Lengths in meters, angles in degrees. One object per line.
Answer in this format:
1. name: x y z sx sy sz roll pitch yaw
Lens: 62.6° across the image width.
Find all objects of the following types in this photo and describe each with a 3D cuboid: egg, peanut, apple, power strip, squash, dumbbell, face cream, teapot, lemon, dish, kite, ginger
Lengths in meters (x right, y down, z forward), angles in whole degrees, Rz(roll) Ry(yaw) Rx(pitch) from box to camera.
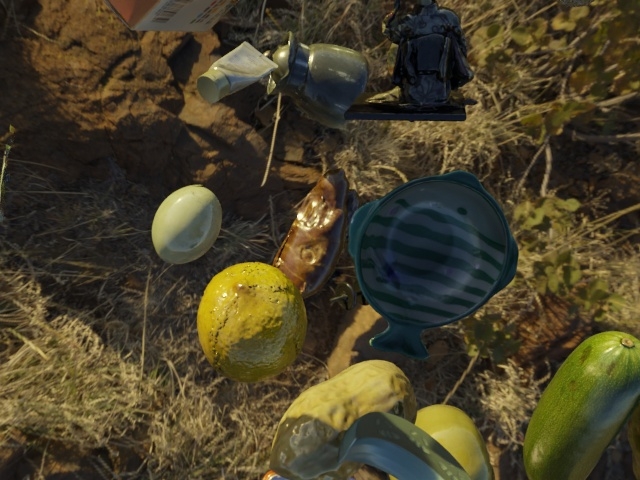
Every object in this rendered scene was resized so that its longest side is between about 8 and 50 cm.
1. egg: -0.390 -0.044 1.537 0.186 0.186 0.253 27 99 -12
2. peanut: 0.049 0.279 0.824 0.312 0.152 0.152 -8 93 -45
3. apple: 0.283 0.521 1.241 0.262 0.262 0.263 0 91 -13
4. power strip: 0.124 0.284 0.630 0.215 0.137 0.044 34 105 7
5. squash: 0.227 0.172 0.477 0.066 0.066 0.252 -12 131 -13
6. dumbbell: 0.079 0.126 1.237 0.147 0.069 0.070 -12 94 -38
7. face cream: -0.211 -0.424 1.323 0.114 0.070 0.224 38 51 3
8. teapot: -0.029 -0.494 1.490 0.284 0.223 0.306 16 58 -22
9. lemon: -0.157 0.194 1.216 0.257 0.258 0.310 -8 130 -13
10. dish: 0.130 0.023 0.677 0.224 0.078 0.246 15 105 -11
11. kite: -0.436 -0.081 0.726 0.015 0.310 0.169 9 118 -31
12. ginger: 0.000 0.000 1.613 0.176 0.254 0.419 21 84 22

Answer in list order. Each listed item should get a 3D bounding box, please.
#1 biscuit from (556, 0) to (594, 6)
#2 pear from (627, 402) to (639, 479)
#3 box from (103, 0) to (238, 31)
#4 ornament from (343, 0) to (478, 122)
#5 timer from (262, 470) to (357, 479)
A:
1. biscuit: 0.522 -0.530 1.072 0.120 0.120 0.015 36 64 -11
2. pear: 0.601 0.272 0.654 0.351 0.413 0.352 4 80 -21
3. box: -0.090 -0.338 0.548 0.273 0.221 0.091 -35 102 18
4. ornament: 0.122 -0.263 0.669 0.166 0.153 0.196 4 118 11
5. timer: -0.046 0.721 1.381 0.257 0.161 0.250 11 96 -19
